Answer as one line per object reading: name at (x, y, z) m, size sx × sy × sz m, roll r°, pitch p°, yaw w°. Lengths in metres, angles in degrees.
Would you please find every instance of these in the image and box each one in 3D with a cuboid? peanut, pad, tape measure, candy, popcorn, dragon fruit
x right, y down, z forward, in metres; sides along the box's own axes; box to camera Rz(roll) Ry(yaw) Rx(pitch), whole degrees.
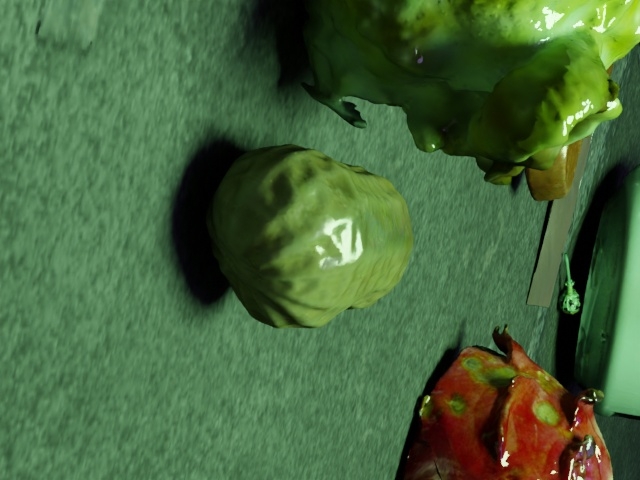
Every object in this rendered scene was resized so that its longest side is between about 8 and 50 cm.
peanut at (0.000, 0.000, 0.987) m, size 0.194 × 0.083 × 0.093 m, roll 21°, pitch 68°, yaw -71°
pad at (0.225, -0.029, 1.781) m, size 0.113 × 0.006 × 0.188 m, roll 10°, pitch 94°, yaw -73°
tape measure at (0.345, 0.065, 1.959) m, size 0.262 × 0.138 × 0.259 m, roll -45°, pitch 142°, yaw -72°
candy at (0.242, 0.040, 1.856) m, size 0.025 × 0.023 × 0.083 m, roll -55°, pitch 146°, yaw -36°
popcorn at (0.085, -0.111, 0.989) m, size 0.198 × 0.198 × 0.212 m, roll 72°, pitch -4°, yaw -58°
dragon fruit at (0.144, 0.207, 1.439) m, size 0.126 × 0.161 × 0.274 m, roll 9°, pitch 95°, yaw -74°

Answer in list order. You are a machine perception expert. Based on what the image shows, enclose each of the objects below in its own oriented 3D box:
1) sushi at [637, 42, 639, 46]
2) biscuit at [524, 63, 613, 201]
sushi at (0.406, -0.309, 1.951) m, size 0.130 × 0.124 × 0.332 m, roll 85°, pitch 21°, yaw -69°
biscuit at (0.217, -0.189, 1.588) m, size 0.306 × 0.043 × 0.284 m, roll -46°, pitch 143°, yaw -62°
